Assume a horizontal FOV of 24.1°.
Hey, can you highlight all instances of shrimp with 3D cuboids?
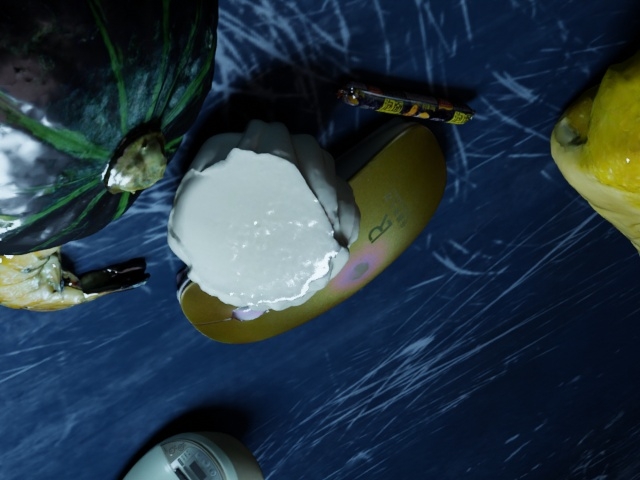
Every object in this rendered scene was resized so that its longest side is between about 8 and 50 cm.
[{"bbox_3d":[-0.183,-0.023,1.351,0.262,0.051,0.198,-42,153,11],"label":"shrimp"}]

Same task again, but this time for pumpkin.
[{"bbox_3d":[-0.200,-0.118,1.021,0.315,0.238,0.315,-43,159,-20],"label":"pumpkin"}]

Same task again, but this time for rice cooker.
[{"bbox_3d":[-0.149,0.302,1.672,0.127,0.145,0.206,-7,139,-52],"label":"rice cooker"}]

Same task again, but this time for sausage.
[{"bbox_3d":[0.086,-0.134,1.473,0.198,0.028,0.025,4,105,-45],"label":"sausage"}]

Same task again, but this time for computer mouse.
[{"bbox_3d":[0.000,0.000,1.517,0.310,0.072,0.158,-35,144,-2],"label":"computer mouse"}]

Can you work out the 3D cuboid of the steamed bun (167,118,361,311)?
[{"bbox_3d":[-0.048,-0.024,1.380,0.183,0.183,0.106,-58,-177,27],"label":"steamed bun"}]

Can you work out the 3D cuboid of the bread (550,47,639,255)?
[{"bbox_3d":[0.455,-0.119,1.630,0.361,0.250,0.394,-46,144,10],"label":"bread"}]
